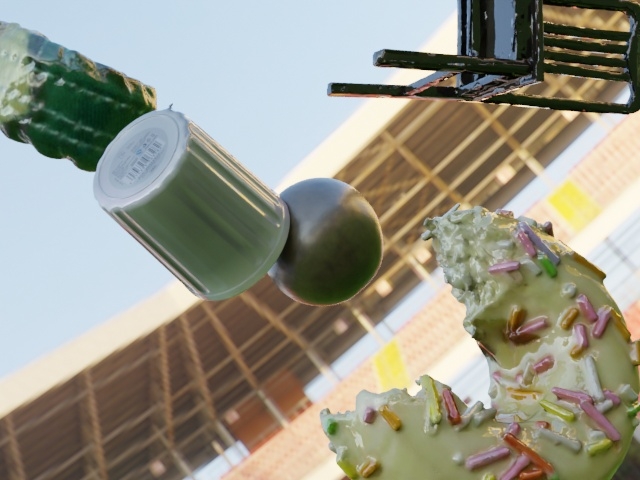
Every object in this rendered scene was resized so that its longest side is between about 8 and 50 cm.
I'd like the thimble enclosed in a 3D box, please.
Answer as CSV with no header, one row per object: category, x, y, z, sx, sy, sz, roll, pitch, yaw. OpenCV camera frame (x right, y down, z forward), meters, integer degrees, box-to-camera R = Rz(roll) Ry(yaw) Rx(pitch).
thimble,-0.406,-0.219,1.908,0.167,0.288,0.254,-65,13,3

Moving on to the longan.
longan,0.000,0.000,1.600,0.167,0.187,0.167,-13,-59,-23

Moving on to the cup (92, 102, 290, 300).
cup,-0.173,-0.056,1.514,0.167,0.221,0.202,-49,-48,-4

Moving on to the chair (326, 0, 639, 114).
chair,0.117,-0.118,0.681,0.212,0.084,0.101,2,-5,-16

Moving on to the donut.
donut,0.193,0.148,1.287,0.371,0.307,0.150,-58,5,-33
